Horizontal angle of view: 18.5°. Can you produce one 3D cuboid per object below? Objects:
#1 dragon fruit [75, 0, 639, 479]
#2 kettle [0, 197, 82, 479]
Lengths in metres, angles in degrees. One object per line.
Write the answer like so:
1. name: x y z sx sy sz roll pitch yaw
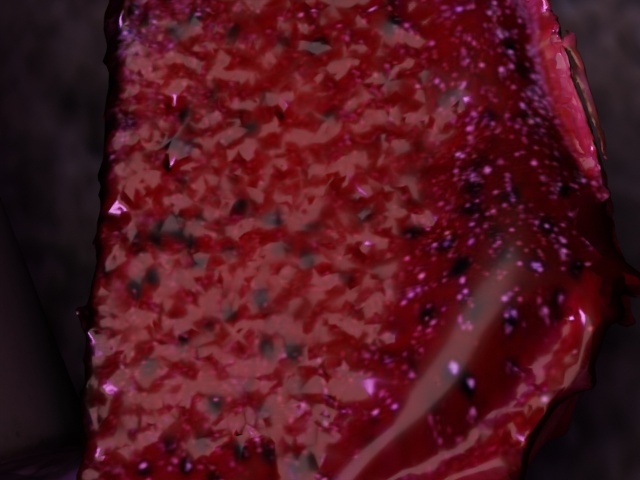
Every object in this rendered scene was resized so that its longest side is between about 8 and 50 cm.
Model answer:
1. dragon fruit: 0.000 0.000 0.612 0.163 0.189 0.261 7 70 -17
2. kettle: -0.257 -0.063 0.644 0.250 0.361 0.376 -18 85 -16
